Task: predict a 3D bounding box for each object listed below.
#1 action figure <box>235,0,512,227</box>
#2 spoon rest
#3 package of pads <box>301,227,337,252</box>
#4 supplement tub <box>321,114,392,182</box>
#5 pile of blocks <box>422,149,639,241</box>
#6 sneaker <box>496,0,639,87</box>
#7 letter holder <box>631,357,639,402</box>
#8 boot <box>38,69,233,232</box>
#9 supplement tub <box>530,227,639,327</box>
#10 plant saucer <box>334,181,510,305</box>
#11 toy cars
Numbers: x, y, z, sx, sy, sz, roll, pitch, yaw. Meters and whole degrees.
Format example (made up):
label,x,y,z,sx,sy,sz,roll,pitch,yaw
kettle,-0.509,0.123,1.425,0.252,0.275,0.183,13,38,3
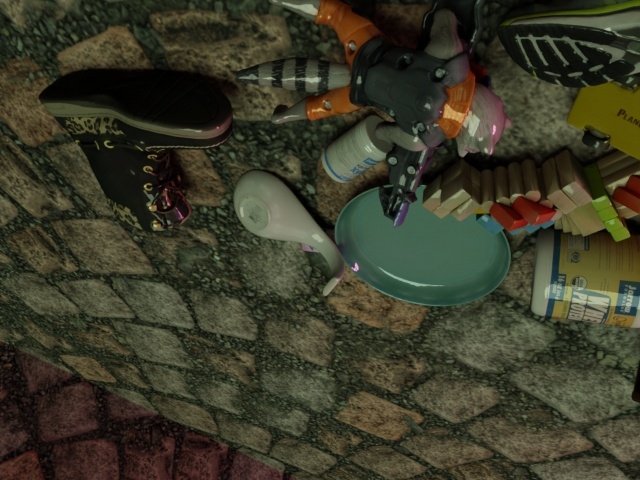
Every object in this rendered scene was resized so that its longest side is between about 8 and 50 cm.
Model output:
label,x,y,z,sx,sy,sz,roll,pitch,yaw
action figure,0.073,-0.161,0.714,0.329,0.178,0.342,18,119,20
spoon rest,-0.058,-0.020,1.045,0.276,0.084,0.137,45,129,8
package of pads,0.000,0.000,1.096,0.083,0.032,0.050,7,141,19
supplement tub,0.059,-0.143,0.876,0.071,0.071,0.107,40,139,-20
pile of blocks,0.329,-0.043,0.789,0.361,0.113,0.149,-5,128,19
sneaker,0.341,-0.250,0.601,0.299,0.121,0.111,11,158,44
letter holder,0.729,0.214,0.923,0.301,0.215,0.152,15,172,8
boot,-0.294,-0.146,0.986,0.376,0.138,0.284,10,138,21
supplement tub,0.440,0.058,0.863,0.199,0.144,0.144,5,138,20
plant saucer,0.183,0.006,1.008,0.317,0.044,0.318,13,140,11
toy cars,0.473,-0.157,0.594,0.393,0.087,0.177,-9,99,55
